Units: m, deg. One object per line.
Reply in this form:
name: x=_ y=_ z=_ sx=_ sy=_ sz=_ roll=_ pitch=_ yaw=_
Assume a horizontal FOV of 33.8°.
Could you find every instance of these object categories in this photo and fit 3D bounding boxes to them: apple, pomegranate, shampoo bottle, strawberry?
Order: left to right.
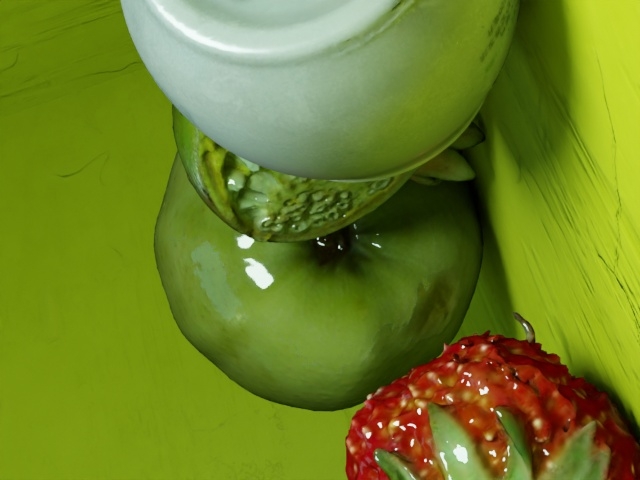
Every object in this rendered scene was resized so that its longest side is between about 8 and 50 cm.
apple: x=0.000 y=0.000 z=1.395 sx=0.473 sy=0.474 sz=0.473 roll=-19 pitch=-90 yaw=-89
shampoo bottle: x=0.007 y=-0.179 z=0.752 sx=0.266 sy=0.273 sz=0.273 roll=35 pitch=-145 yaw=-73
pomegranate: x=0.011 y=-0.159 z=1.075 sx=0.358 sy=0.310 sz=0.216 roll=11 pitch=-145 yaw=-45
strawberry: x=0.162 y=0.192 z=0.967 sx=0.343 sy=0.292 sz=0.292 roll=-66 pitch=-41 yaw=-67
